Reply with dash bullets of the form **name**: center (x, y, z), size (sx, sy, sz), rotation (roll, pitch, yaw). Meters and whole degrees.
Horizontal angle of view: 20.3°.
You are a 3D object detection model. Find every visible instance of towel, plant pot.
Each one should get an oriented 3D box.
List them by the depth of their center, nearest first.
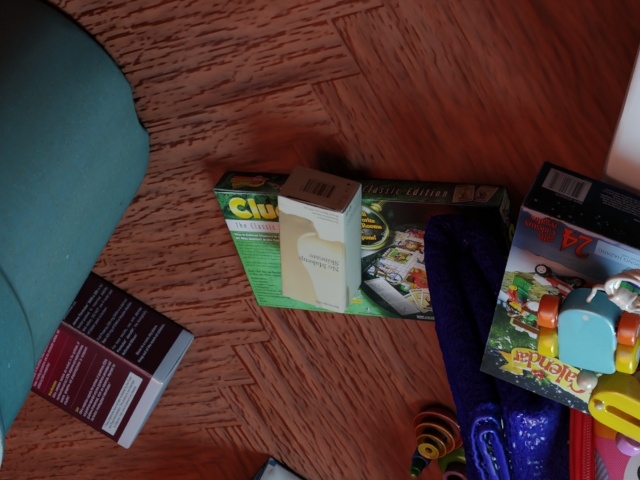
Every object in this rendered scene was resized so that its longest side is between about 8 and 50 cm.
- **towel**: center (0.140, 0.153, 1.390), size (0.076, 0.228, 0.308), rotation (-19, 134, -4)
- **plant pot**: center (-0.322, -0.016, 1.449), size (0.341, 0.334, 0.341), rotation (18, 138, 17)

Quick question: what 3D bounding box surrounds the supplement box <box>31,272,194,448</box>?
- **supplement box**: center (-0.254, 0.085, 1.705), size (0.239, 0.073, 0.130), rotation (31, 138, -1)

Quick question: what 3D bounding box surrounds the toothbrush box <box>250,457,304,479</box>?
- **toothbrush box**: center (-0.041, 0.385, 1.832), size (0.216, 0.126, 0.295), rotation (34, 140, -3)

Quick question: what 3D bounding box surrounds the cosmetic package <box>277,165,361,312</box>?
- **cosmetic package**: center (0.000, 0.000, 1.449), size (0.060, 0.041, 0.115), rotation (15, 136, 18)

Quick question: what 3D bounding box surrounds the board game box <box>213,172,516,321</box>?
- **board game box**: center (0.045, 0.008, 1.483), size (0.259, 0.030, 0.136), rotation (5, 134, 28)

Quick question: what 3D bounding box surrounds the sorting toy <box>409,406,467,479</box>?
- **sorting toy**: center (0.110, 0.198, 1.618), size (0.061, 0.042, 0.102), rotation (-8, 126, 37)

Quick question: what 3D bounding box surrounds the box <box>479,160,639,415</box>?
- **box**: center (0.221, 0.059, 1.070), size (0.233, 0.044, 0.159), rotation (21, 139, 12)

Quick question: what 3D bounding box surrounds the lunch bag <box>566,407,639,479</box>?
- **lunch bag**: center (0.270, 0.212, 1.301), size (0.120, 0.293, 0.258), rotation (-3, 85, 26)

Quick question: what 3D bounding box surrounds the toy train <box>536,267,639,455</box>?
- **toy train**: center (0.201, 0.069, 1.024), size (0.166, 0.046, 0.125), rotation (45, 137, -20)

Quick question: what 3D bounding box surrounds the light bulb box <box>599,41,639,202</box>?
- **light bulb box**: center (0.370, -0.050, 1.077), size (0.361, 0.225, 0.358), rotation (21, 139, 13)
